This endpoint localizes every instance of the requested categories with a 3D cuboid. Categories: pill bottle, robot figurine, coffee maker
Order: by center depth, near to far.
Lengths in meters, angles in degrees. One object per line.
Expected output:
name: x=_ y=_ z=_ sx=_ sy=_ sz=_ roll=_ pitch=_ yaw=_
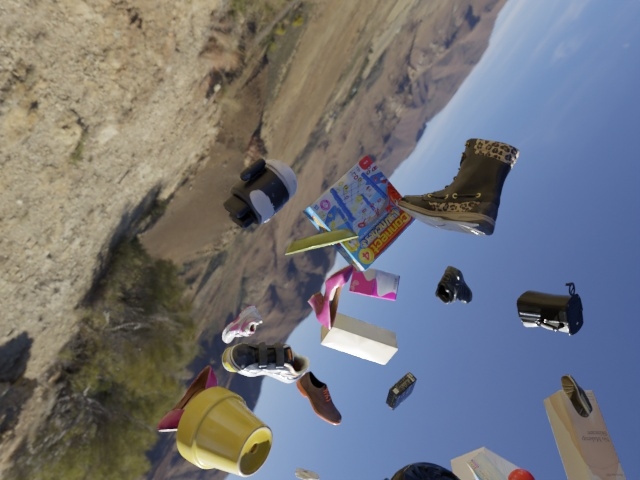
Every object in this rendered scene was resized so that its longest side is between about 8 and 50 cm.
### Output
coffee maker: x=0.762 y=0.216 z=1.641 sx=0.178 sy=0.120 sz=0.171 roll=3 pitch=-90 yaw=53
robot figurine: x=-0.213 y=-0.170 z=1.761 sx=0.278 sy=0.173 sz=0.209 roll=-43 pitch=-178 yaw=-20
pill bottle: x=-0.341 y=0.529 z=2.208 sx=0.209 sy=0.117 sz=0.117 roll=-15 pitch=-147 yaw=46

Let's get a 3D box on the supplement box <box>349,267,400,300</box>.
supplement box: x=0.227 y=0.178 z=2.047 sx=0.220 sy=0.114 sz=0.111 roll=19 pitch=81 yaw=-55

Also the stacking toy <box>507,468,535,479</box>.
stacking toy: x=0.749 y=0.870 z=1.574 sx=0.141 sy=0.330 sz=0.141 roll=-22 pitch=132 yaw=-26

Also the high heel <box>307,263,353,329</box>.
high heel: x=0.052 y=0.173 z=1.500 sx=0.082 sy=0.117 sz=0.244 roll=-19 pitch=157 yaw=-49

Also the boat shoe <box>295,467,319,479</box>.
boat shoe: x=-0.050 y=0.905 z=1.887 sx=0.035 sy=0.100 sz=0.035 roll=-20 pitch=117 yaw=-70

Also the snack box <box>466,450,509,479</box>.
snack box: x=0.555 y=0.787 z=1.515 sx=0.070 sy=0.207 sz=0.174 roll=-30 pitch=-164 yaw=-7

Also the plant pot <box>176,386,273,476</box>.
plant pot: x=-0.295 y=0.637 z=1.608 sx=0.254 sy=0.239 sz=0.253 roll=-21 pitch=116 yaw=-51

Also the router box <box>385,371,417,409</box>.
router box: x=0.263 y=0.493 z=1.611 sx=0.092 sy=0.038 sz=0.122 roll=-34 pitch=149 yaw=-25

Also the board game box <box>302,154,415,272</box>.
board game box: x=0.149 y=-0.097 z=1.784 sx=0.308 sy=0.302 sz=0.086 roll=-44 pitch=-173 yaw=-19

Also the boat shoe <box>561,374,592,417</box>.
boat shoe: x=0.878 y=0.526 z=1.687 sx=0.049 sy=0.152 sz=0.056 roll=-22 pitch=176 yaw=-30

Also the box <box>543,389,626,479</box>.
box: x=0.932 y=0.704 z=1.755 sx=0.121 sy=0.148 sz=0.311 roll=106 pitch=-17 yaw=-52

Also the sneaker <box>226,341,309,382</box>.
sneaker: x=-0.182 y=0.432 z=1.809 sx=0.127 sy=0.321 sz=0.126 roll=-39 pitch=-135 yaw=31

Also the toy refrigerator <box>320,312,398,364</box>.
toy refrigerator: x=0.143 y=0.361 z=1.837 sx=0.094 sy=0.270 sz=0.102 roll=-91 pitch=-155 yaw=-54

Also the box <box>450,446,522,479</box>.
box: x=0.710 y=1.014 z=1.980 sx=0.168 sy=0.345 sz=0.214 roll=-38 pitch=-149 yaw=29

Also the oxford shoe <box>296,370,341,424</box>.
oxford shoe: x=0.007 y=0.717 z=2.242 sx=0.098 sy=0.271 sz=0.097 roll=-50 pitch=168 yaw=25

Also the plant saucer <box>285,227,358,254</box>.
plant saucer: x=0.000 y=0.000 z=1.573 sx=0.241 sy=0.037 sz=0.241 roll=-13 pitch=178 yaw=0

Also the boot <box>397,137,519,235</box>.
boot: x=0.443 y=-0.180 z=1.598 sx=0.377 sy=0.138 sz=0.284 roll=18 pitch=-98 yaw=57

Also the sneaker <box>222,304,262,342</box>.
sneaker: x=-0.391 y=0.439 z=2.463 sx=0.252 sy=0.111 sz=0.103 roll=-46 pitch=168 yaw=19

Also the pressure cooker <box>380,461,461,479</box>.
pressure cooker: x=0.276 y=0.939 z=1.479 sx=0.420 sy=0.370 sz=0.375 roll=-62 pitch=-145 yaw=25

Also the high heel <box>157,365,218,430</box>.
high heel: x=-0.494 y=0.582 z=1.824 sx=0.377 sy=0.127 sz=0.181 roll=29 pitch=55 yaw=-79

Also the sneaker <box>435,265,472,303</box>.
sneaker: x=0.515 y=0.206 z=1.920 sx=0.087 sy=0.227 sz=0.130 roll=28 pitch=-105 yaw=42
